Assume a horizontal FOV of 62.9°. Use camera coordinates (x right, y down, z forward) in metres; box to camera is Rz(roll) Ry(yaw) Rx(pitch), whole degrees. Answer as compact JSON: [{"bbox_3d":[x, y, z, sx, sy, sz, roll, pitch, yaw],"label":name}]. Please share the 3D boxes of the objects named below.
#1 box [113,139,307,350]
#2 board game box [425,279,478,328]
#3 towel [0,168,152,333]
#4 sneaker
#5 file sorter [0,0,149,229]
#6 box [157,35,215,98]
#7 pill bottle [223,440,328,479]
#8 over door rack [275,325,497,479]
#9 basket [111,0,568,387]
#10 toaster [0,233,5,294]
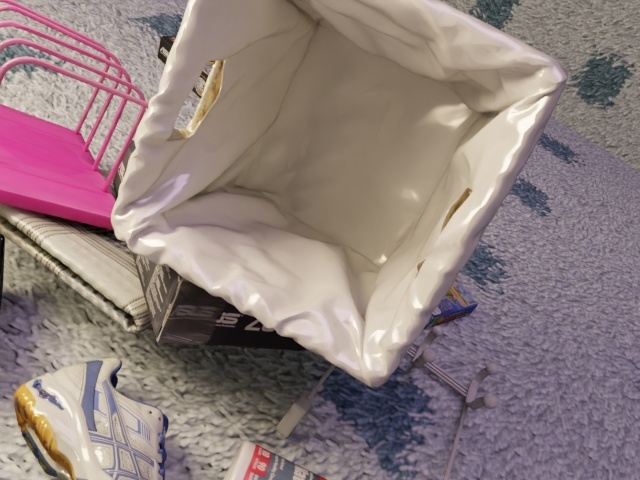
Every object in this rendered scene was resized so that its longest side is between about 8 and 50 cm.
[{"bbox_3d":[-0.114,0.002,0.775,0.318,0.097,0.395,11,25,-34],"label":"box"},{"bbox_3d":[0.203,0.075,1.050,0.136,0.035,0.201,-7,50,-36],"label":"board game box"},{"bbox_3d":[-0.293,-0.016,0.768,0.324,0.056,0.312,33,18,9],"label":"towel"},{"bbox_3d":[-0.204,0.243,0.565,0.131,0.112,0.296,-22,60,-44],"label":"sneaker"},{"bbox_3d":[-0.369,-0.184,0.716,0.202,0.182,0.291,17,22,-45],"label":"file sorter"},{"bbox_3d":[-0.246,-0.451,1.359,0.270,0.060,0.216,-23,59,-44],"label":"box"},{"bbox_3d":[-0.029,0.315,0.589,0.180,0.108,0.108,27,38,-2],"label":"pill bottle"},{"bbox_3d":[0.127,0.223,0.783,0.239,0.108,0.324,35,39,11],"label":"over door rack"},{"bbox_3d":[0.017,-0.093,0.577,0.331,0.328,0.266,29,17,7],"label":"basket"},{"bbox_3d":[-0.460,0.079,0.600,0.168,0.110,0.186,2,45,-28],"label":"toaster"}]
